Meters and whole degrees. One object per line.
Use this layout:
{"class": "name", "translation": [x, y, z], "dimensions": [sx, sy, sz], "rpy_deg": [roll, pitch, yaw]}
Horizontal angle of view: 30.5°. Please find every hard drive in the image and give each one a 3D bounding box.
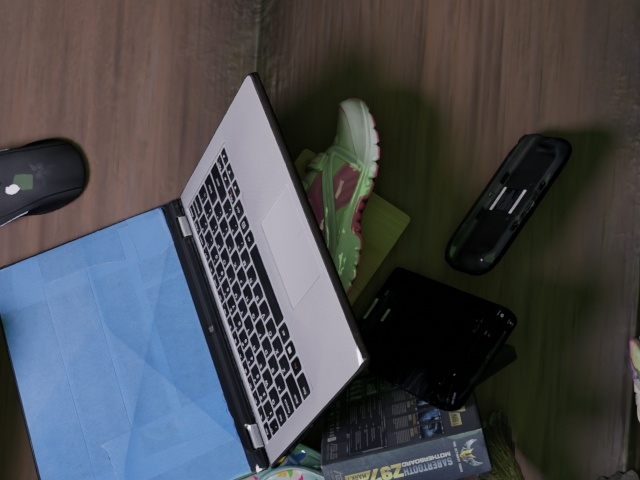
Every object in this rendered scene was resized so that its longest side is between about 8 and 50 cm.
{"class": "hard drive", "translation": [0.156, 0.144, 1.412], "dimensions": [0.094, 0.135, 0.022], "rpy_deg": [-27, 109, -30]}

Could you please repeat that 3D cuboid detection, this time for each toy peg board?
{"class": "toy peg board", "translation": [0.000, 0.000, 1.481], "dimensions": [0.161, 0.079, 0.160], "rpy_deg": [34, 77, 4]}

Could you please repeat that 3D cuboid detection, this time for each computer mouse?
{"class": "computer mouse", "translation": [-0.427, -0.026, 1.519], "dimensions": [0.262, 0.060, 0.184], "rpy_deg": [-12, 88, 6]}

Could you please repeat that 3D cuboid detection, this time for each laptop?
{"class": "laptop", "translation": [-0.185, 0.082, 1.343], "dimensions": [0.236, 0.408, 0.382], "rpy_deg": [-5, 59, -31]}

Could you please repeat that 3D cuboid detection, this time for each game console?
{"class": "game console", "translation": [0.188, 0.023, 1.401], "dimensions": [0.044, 0.213, 0.361], "rpy_deg": [40, 81, -31]}

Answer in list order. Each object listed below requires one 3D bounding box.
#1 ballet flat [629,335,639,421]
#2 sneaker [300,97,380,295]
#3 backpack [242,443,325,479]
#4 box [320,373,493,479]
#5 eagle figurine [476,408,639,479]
{"class": "ballet flat", "translation": [0.441, 0.217, 1.435], "dimensions": [0.221, 0.077, 0.079], "rpy_deg": [44, 113, 4]}
{"class": "sneaker", "translation": [0.004, -0.055, 1.400], "dimensions": [0.111, 0.103, 0.252], "rpy_deg": [12, 76, -2]}
{"class": "backpack", "translation": [-0.033, 0.359, 1.421], "dimensions": [0.253, 0.191, 0.225], "rpy_deg": [28, 80, 14]}
{"class": "box", "translation": [0.096, 0.216, 1.379], "dimensions": [0.183, 0.232, 0.059], "rpy_deg": [-15, 105, 5]}
{"class": "eagle figurine", "translation": [0.246, 0.375, 1.382], "dimensions": [0.225, 0.226, 0.298], "rpy_deg": [25, 86, 43]}
